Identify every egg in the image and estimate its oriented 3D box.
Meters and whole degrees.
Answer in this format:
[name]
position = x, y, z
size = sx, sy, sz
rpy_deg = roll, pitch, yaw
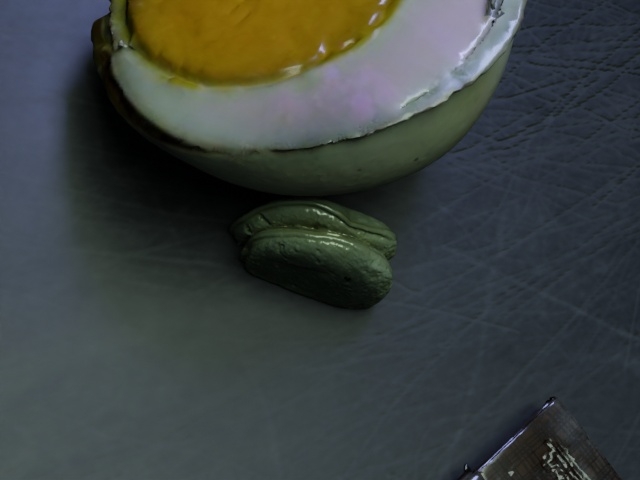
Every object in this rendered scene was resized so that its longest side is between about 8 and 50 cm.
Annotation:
[egg]
position = 0.000, -0.121, 0.968
size = 0.286, 0.174, 0.264
rpy_deg = -23, 52, -7

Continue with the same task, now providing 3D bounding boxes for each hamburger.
[hamburger]
position = -0.001, 0.003, 0.971
size = 0.121, 0.084, 0.054
rpy_deg = 17, 70, -11

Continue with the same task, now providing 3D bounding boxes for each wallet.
[wallet]
position = 0.121, 0.220, 0.965
size = 0.230, 0.042, 0.124
rpy_deg = -36, 90, -25
